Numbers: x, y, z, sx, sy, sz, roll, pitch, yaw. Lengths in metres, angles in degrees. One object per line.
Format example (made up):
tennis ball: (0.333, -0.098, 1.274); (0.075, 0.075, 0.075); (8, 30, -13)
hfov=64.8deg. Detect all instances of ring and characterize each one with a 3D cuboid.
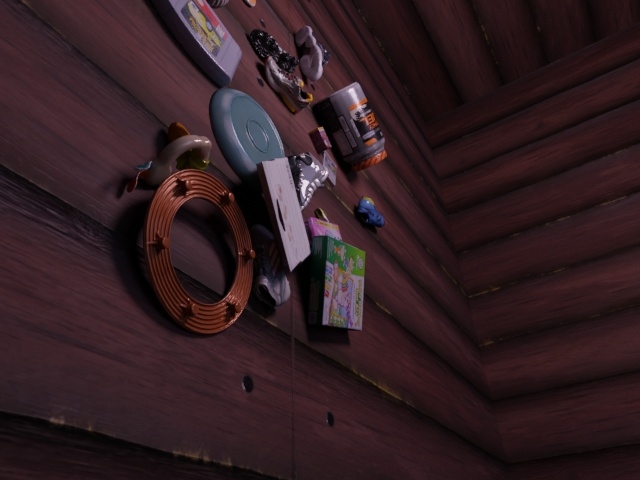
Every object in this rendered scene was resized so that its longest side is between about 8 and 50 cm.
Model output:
ring: (-0.226, 0.020, 1.024); (0.336, 0.032, 0.337); (36, 49, -57)

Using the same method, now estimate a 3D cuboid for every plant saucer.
plant saucer: (-0.188, -0.287, 1.416); (0.317, 0.043, 0.318); (45, 33, -40)

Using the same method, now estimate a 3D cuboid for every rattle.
rattle: (-0.329, -0.179, 1.010); (0.199, 0.130, 0.143); (-29, 85, -39)

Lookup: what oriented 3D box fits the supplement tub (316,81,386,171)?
supplement tub: (0.132, -0.448, 2.018); (0.316, 0.193, 0.193); (62, 25, -14)

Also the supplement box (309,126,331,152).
supplement box: (0.000, -0.372, 1.863); (0.083, 0.043, 0.055); (65, 24, -6)

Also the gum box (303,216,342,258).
gum box: (0.000, 0.000, 1.537); (0.188, 0.062, 0.107); (12, 60, -61)

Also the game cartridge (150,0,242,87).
game cartridge: (-0.326, -0.566, 1.350); (0.294, 0.060, 0.196); (50, 34, -35)

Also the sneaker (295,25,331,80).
sneaker: (-0.014, -0.741, 2.063); (0.153, 0.101, 0.269); (25, 46, -53)

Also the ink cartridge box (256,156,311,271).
ink cartridge box: (-0.104, -0.068, 1.284); (0.239, 0.060, 0.275); (-43, 120, -74)

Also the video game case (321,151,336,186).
video game case: (0.032, -0.270, 1.885); (0.087, 0.011, 0.122); (49, 31, -34)

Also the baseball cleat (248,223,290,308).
baseball cleat: (-0.132, 0.062, 1.209); (0.206, 0.072, 0.109); (66, 24, -2)

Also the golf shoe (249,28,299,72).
golf shoe: (-0.169, -0.648, 1.731); (0.198, 0.077, 0.094); (33, 9, -35)

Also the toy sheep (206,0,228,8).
toy sheep: (-0.310, -0.722, 1.468); (0.132, 0.091, 0.091); (-35, 103, -46)

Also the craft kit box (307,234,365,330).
craft kit box: (0.052, 0.131, 1.470); (0.246, 0.060, 0.250); (24, 67, -60)

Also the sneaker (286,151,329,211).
sneaker: (-0.076, -0.173, 1.466); (0.132, 0.086, 0.229); (50, 52, -23)

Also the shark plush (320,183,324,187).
shark plush: (-0.028, -0.181, 1.621); (0.161, 0.067, 0.073); (28, 46, -55)

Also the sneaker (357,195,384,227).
sneaker: (0.197, -0.094, 2.035); (0.082, 0.069, 0.209); (-64, 146, -16)

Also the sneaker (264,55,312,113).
sneaker: (-0.110, -0.541, 1.718); (0.225, 0.092, 0.088); (43, 35, -41)

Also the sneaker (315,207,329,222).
sneaker: (0.013, -0.071, 1.660); (0.083, 0.031, 0.035); (66, 24, -4)

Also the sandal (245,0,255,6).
sandal: (-0.250, -0.951, 1.785); (0.102, 0.076, 0.266); (14, 57, -61)
